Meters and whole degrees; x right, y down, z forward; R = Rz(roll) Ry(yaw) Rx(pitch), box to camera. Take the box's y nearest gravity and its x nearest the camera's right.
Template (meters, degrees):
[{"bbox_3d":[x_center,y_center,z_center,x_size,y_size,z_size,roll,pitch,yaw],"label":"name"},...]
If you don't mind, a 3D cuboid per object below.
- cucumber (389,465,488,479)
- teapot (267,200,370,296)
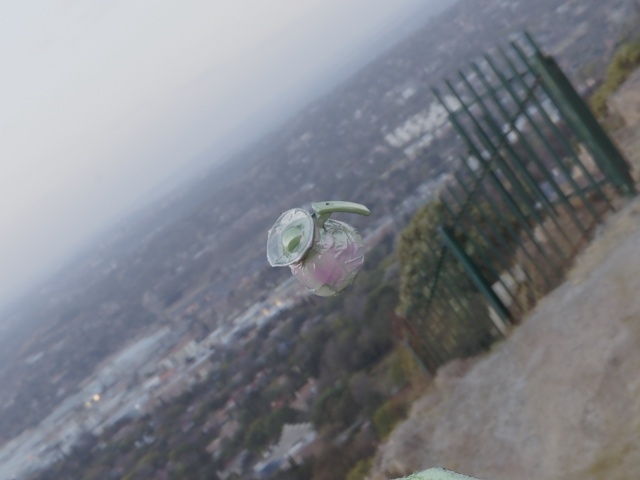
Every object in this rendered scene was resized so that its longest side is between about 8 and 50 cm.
[{"bbox_3d":[0.130,0.274,0.970,0.115,0.063,0.244,-15,3,-25],"label":"cucumber"},{"bbox_3d":[0.000,0.000,0.811,0.083,0.064,0.064,-53,42,11],"label":"teapot"}]
